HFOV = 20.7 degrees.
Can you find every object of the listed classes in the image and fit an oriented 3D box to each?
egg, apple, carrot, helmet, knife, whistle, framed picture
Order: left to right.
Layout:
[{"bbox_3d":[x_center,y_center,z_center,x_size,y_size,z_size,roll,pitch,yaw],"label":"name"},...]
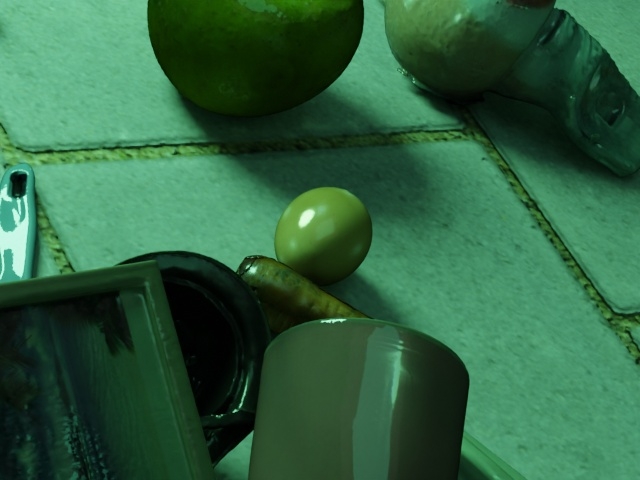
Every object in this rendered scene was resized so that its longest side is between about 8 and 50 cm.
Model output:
[{"bbox_3d":[-0.240,0.047,1.326,0.045,0.019,0.313,6,44,-12],"label":"knife"},{"bbox_3d":[-0.166,0.176,1.115,0.232,0.024,0.314,-9,79,-36],"label":"framed picture"},{"bbox_3d":[-0.126,0.101,1.247,0.153,0.107,0.177,45,54,-7],"label":"helmet"},{"bbox_3d":[-0.063,-0.200,1.582,0.196,0.157,0.196,15,41,-14],"label":"apple"},{"bbox_3d":[0.000,0.000,1.459,0.080,0.080,0.096,31,45,5],"label":"egg"},{"bbox_3d":[0.001,0.065,1.414,0.161,0.055,0.055,29,39,-8],"label":"carrot"},{"bbox_3d":[0.204,-0.199,1.734,0.348,0.189,0.189,36,39,-6],"label":"whistle"}]

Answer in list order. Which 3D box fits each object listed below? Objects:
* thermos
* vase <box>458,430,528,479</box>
[{"bbox_3d":[0.029,0.201,1.150,0.176,0.146,0.265,6,57,1],"label":"thermos"},{"bbox_3d":[0.111,0.213,1.258,0.128,0.128,0.248,-6,41,-34],"label":"vase"}]
